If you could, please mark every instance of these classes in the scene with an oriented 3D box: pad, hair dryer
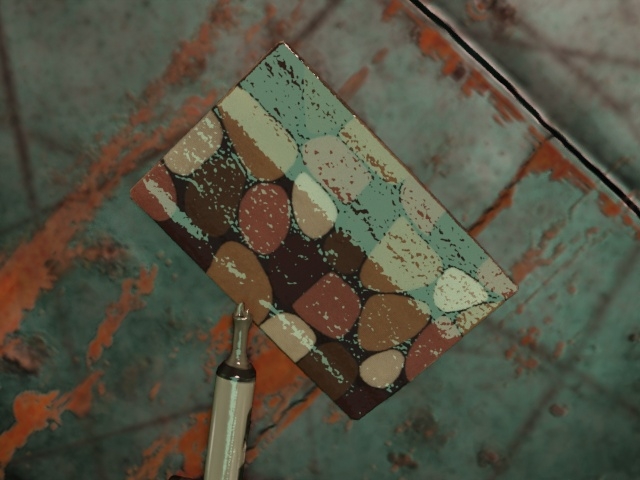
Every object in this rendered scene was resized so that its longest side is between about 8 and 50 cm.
[{"bbox_3d":[0.000,0.000,0.749,0.158,0.003,0.235,-42,96,17],"label":"pad"},{"bbox_3d":[-0.059,0.140,0.775,0.100,0.057,0.198,7,102,5],"label":"hair dryer"}]
